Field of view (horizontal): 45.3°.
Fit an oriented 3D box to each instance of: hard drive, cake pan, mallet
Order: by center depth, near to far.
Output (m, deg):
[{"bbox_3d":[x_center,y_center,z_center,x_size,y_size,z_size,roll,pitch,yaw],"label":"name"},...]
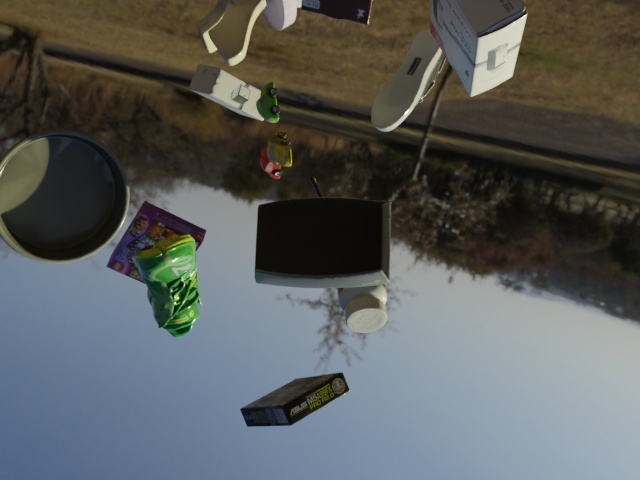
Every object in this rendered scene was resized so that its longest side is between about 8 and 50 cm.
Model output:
[{"bbox_3d":[0.000,0.000,1.409,0.254,0.172,0.054,0,168,14],"label":"hard drive"},{"bbox_3d":[-0.563,-0.097,1.655,0.293,0.293,0.054,13,-173,-33],"label":"cake pan"},{"bbox_3d":[0.019,-0.087,2.074,0.039,0.190,0.062,-25,177,10],"label":"mallet"}]

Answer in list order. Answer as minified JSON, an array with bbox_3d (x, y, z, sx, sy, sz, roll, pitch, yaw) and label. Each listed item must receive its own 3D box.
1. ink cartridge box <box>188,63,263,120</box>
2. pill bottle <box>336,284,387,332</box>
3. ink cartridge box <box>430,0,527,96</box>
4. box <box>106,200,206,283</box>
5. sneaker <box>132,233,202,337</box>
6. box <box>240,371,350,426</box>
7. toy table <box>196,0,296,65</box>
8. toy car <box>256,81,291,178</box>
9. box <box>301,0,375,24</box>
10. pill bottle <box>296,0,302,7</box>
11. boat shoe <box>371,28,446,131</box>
[{"bbox_3d":[-0.254,-0.420,2.177,0.190,0.082,0.139,20,-177,-38],"label":"ink cartridge box"},{"bbox_3d":[0.099,0.111,1.907,0.121,0.121,0.221,15,-137,-23],"label":"pill bottle"},{"bbox_3d":[0.254,-0.360,1.265,0.159,0.092,0.218,63,179,16],"label":"ink cartridge box"},{"bbox_3d":[-0.495,0.025,2.302,0.201,0.293,0.057,26,-136,-17],"label":"box"},{"bbox_3d":[-0.246,0.082,1.319,0.109,0.123,0.295,-23,159,-14],"label":"sneaker"},{"bbox_3d":[-0.077,0.454,2.184,0.216,0.060,0.270,-24,-179,-33],"label":"box"},{"bbox_3d":[-0.154,-0.436,1.314,0.252,0.161,0.274,54,172,27],"label":"toy table"},{"bbox_3d":[-0.124,-0.273,1.876,0.053,0.225,0.239,-8,178,-12],"label":"toy car"},{"bbox_3d":[0.064,-0.641,1.787,0.168,0.167,0.203,14,-130,4],"label":"box"},{"bbox_3d":[-0.147,-0.810,2.082,0.363,0.210,0.210,39,-167,18],"label":"pill bottle"},{"bbox_3d":[0.237,-0.398,1.982,0.108,0.301,0.102,22,168,32],"label":"boat shoe"}]
